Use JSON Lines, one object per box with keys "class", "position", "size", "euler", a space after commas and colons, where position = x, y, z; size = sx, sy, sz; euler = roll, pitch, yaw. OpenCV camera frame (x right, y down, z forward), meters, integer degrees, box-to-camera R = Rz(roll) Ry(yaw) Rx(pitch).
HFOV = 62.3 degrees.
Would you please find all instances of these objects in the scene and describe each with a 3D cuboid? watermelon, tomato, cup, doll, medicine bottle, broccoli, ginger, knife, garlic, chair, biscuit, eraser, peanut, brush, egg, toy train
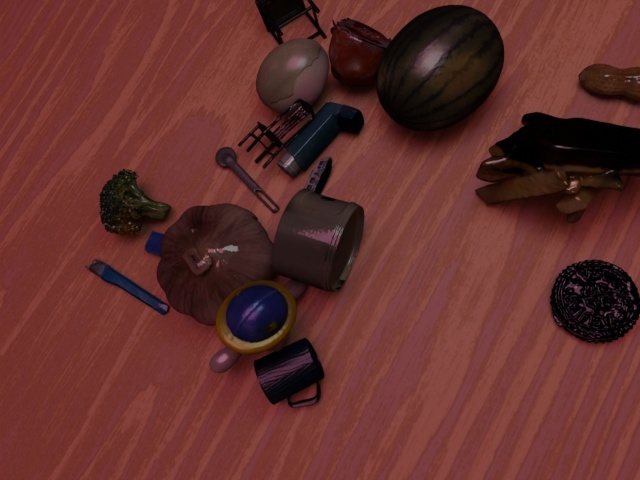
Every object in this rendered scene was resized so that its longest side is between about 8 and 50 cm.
{"class": "watermelon", "position": [0.309, -0.441, 1.344], "size": [0.359, 0.279, 0.279], "euler": [-39, 69, -2]}
{"class": "tomato", "position": [0.099, -0.509, 1.469], "size": [0.181, 0.214, 0.155], "euler": [27, 120, 8]}
{"class": "cup", "position": [-0.066, 0.322, 1.278], "size": [0.138, 0.150, 0.113], "euler": [-26, 34, 1]}
{"class": "doll", "position": [-0.115, 0.180, 1.252], "size": [0.160, 0.242, 0.311], "euler": [30, 53, 24]}
{"class": "medicine bottle", "position": [-0.004, -0.280, 1.464], "size": [0.258, 0.079, 0.124], "euler": [-46, 60, -4]}
{"class": "broccoli", "position": [-0.519, -0.100, 1.486], "size": [0.194, 0.220, 0.194], "euler": [-2, 100, -10]}
{"class": "ginger", "position": [0.587, -0.164, 1.255], "size": [0.414, 0.358, 0.211], "euler": [10, 118, 15]}
{"class": "knife", "position": [-0.539, 0.129, 1.476], "size": [0.297, 0.026, 0.044], "euler": [29, 83, 16]}
{"class": "garlic", "position": [-0.272, 0.052, 1.349], "size": [0.322, 0.241, 0.321], "euler": [-11, 49, 13]}
{"class": "chair", "position": [-0.115, -0.705, 1.598], "size": [0.155, 0.141, 0.260], "euler": [-32, 70, 0]}
{"class": "biscuit", "position": [0.625, 0.138, 1.207], "size": [0.195, 0.053, 0.194], "euler": [-4, 71, 11]}
{"class": "eraser", "position": [-0.446, 0.014, 1.491], "size": [0.085, 0.027, 0.063], "euler": [17, 77, 17]}
{"class": "peanut", "position": [0.758, -0.406, 1.345], "size": [0.193, 0.089, 0.089], "euler": [17, 76, 17]}
{"class": "brush", "position": [-0.207, -0.169, 1.507], "size": [0.062, 0.027, 0.266], "euler": [-42, 73, -3]}
{"class": "egg", "position": [-0.070, -0.460, 1.467], "size": [0.217, 0.183, 0.182], "euler": [-35, 62, 42]}
{"class": "chair", "position": [-0.119, -0.308, 1.473], "size": [0.212, 0.084, 0.101], "euler": [-46, 30, -2]}
{"class": "toy train", "position": [-0.021, -0.139, 1.442], "size": [0.047, 0.043, 0.207], "euler": [21, 78, 17]}

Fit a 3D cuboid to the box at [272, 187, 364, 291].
{"class": "box", "position": [0.000, 0.000, 1.295], "size": [0.150, 0.226, 0.226], "euler": [18, 77, 17]}
